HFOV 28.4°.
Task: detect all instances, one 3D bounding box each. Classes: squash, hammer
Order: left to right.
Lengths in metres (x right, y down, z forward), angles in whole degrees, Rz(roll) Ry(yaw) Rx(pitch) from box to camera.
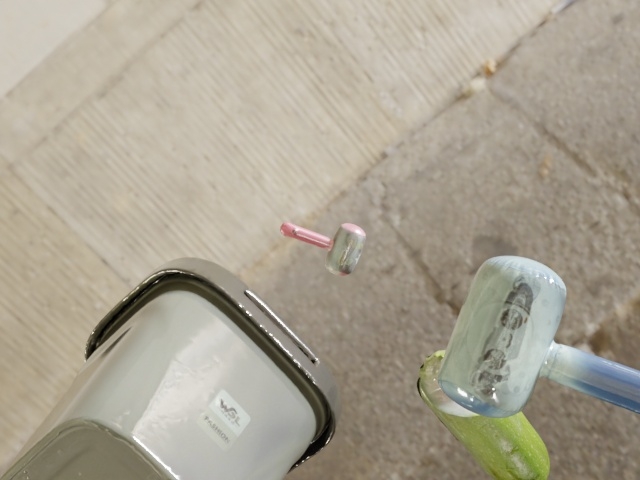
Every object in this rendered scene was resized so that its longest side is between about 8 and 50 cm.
[{"bbox_3d":[0.000,0.000,1.236,0.031,0.083,0.053,-116,47,-79],"label":"hammer"},{"bbox_3d":[0.163,0.178,1.233,0.069,0.239,0.069,-21,44,22],"label":"squash"},{"bbox_3d":[0.187,0.089,0.889,0.069,0.194,0.116,20,-90,-80],"label":"hammer"}]

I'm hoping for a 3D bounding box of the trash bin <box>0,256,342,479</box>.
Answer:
[{"bbox_3d":[-0.130,0.170,1.050,0.219,0.220,0.250,-43,5,29],"label":"trash bin"}]
